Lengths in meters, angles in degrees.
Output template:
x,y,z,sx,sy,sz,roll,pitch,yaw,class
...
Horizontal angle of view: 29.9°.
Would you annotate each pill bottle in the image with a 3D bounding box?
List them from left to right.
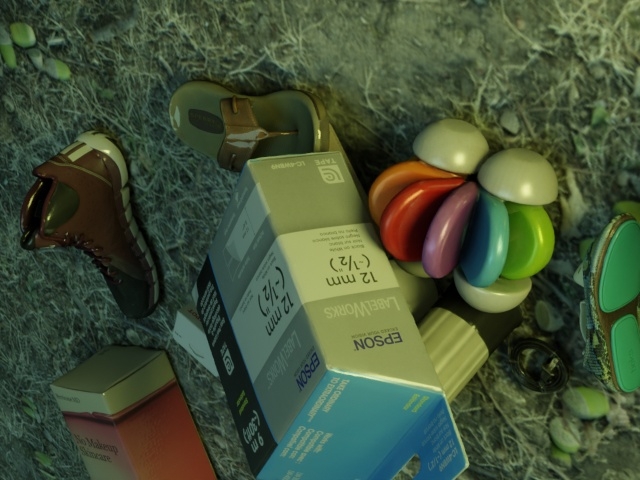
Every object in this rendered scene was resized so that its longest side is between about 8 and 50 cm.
x,y,z,sx,sy,sz,roll,pitch,yaw,class
0.069,0.088,1.320,0.078,0.078,0.137,45,140,13,pill bottle

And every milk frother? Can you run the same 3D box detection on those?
x,y,z,sx,sy,sz,roll,pitch,yaw,class
0.158,0.128,1.208,0.143,0.135,0.129,31,156,30,milk frother

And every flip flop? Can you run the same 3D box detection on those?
x,y,z,sx,sy,sz,roll,pitch,yaw,class
-0.091,-0.121,1.318,0.277,0.080,0.112,21,113,43,flip flop

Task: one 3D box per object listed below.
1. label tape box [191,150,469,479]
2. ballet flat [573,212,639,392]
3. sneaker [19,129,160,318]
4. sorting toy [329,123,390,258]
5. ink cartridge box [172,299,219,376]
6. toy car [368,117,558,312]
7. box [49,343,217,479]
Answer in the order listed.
x,y,z,sx,sy,sz,roll,pitch,yaw,class
-0.007,0.123,1.188,0.249,0.115,0.348,-60,42,51,label tape box
0.263,0.055,1.113,0.070,0.070,0.188,16,123,39,ballet flat
-0.322,0.006,1.598,0.106,0.162,0.281,10,123,42,sneaker
0.000,0.000,1.324,0.208,0.038,0.193,-57,49,45,sorting toy
-0.108,0.101,1.476,0.088,0.122,0.052,37,138,21,ink cartridge box
0.126,-0.017,1.124,0.182,0.136,0.159,29,120,30,toy car
-0.277,0.287,1.779,0.148,0.127,0.232,0,116,46,box
